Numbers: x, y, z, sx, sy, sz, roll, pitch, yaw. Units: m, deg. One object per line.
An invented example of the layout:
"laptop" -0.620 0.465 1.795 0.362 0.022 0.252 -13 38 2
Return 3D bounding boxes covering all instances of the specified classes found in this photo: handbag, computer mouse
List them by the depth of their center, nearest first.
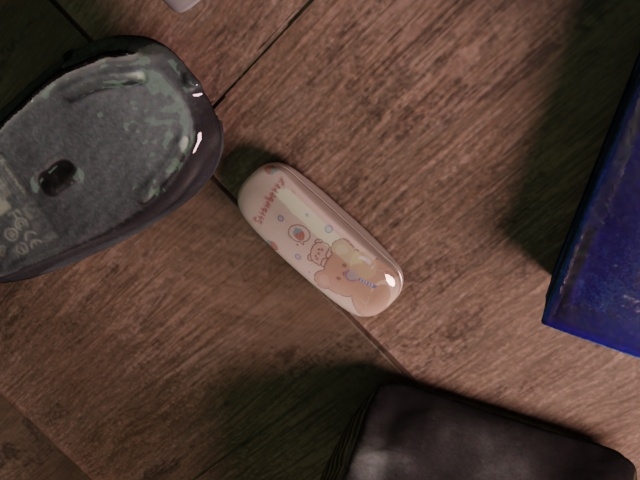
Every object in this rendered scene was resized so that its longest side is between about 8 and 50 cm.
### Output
"computer mouse" -0.262 -0.086 1.012 0.373 0.114 0.203 -27 102 21
"handbag" 0.159 0.337 1.013 0.340 0.247 0.240 16 131 9

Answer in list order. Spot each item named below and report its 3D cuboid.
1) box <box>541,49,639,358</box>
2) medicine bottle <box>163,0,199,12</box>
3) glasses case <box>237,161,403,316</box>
"box" 0.366 -0.014 0.824 0.261 0.116 0.279 19 123 10
"medicine bottle" -0.177 -0.339 0.807 0.133 0.133 0.274 -33 115 30
"glasses case" 0.000 0.000 0.995 0.204 0.051 0.081 41 123 -3
